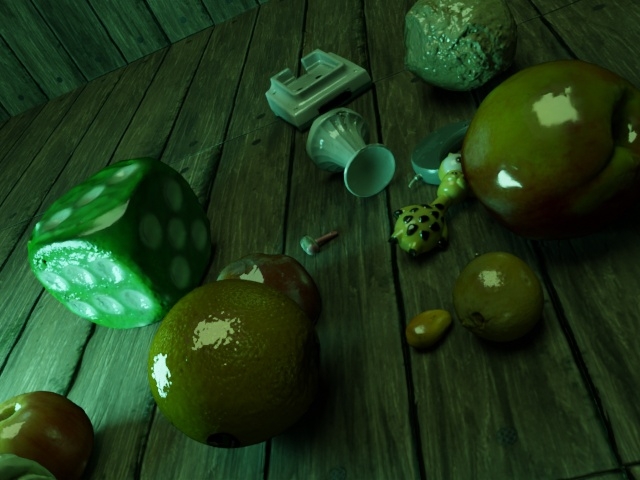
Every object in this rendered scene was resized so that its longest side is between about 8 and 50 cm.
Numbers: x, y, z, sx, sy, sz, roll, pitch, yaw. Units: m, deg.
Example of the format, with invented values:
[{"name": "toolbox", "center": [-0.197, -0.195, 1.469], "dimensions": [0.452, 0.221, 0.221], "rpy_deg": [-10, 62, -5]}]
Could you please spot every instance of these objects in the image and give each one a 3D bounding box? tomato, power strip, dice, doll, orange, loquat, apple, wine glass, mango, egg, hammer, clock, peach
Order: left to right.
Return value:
[{"name": "apple", "center": [-0.507, 0.358, 1.141], "dimensions": [0.199, 0.199, 0.199], "rpy_deg": [-19, 35, 14]}, {"name": "dice", "center": [-0.441, 0.008, 1.454], "dimensions": [0.297, 0.287, 0.300], "rpy_deg": [-10, 37, 24]}, {"name": "orange", "center": [-0.132, 0.190, 1.019], "dimensions": [0.274, 0.274, 0.274], "rpy_deg": [-19, 35, 14]}, {"name": "tomato", "center": [-0.119, 0.104, 1.224], "dimensions": [0.214, 0.155, 0.181], "rpy_deg": [-29, 38, -2]}, {"name": "clock", "center": [-0.016, -0.459, 1.912], "dimensions": [0.262, 0.116, 0.231], "rpy_deg": [-35, 35, -7]}, {"name": "hammer", "center": [0.000, 0.000, 1.382], "dimensions": [0.083, 0.031, 0.052], "rpy_deg": [-24, 36, -12]}, {"name": "wine glass", "center": [0.074, -0.197, 1.482], "dimensions": [0.164, 0.165, 0.196], "rpy_deg": [-32, 42, -4]}, {"name": "mango", "center": [0.179, 0.142, 1.053], "dimensions": [0.089, 0.046, 0.060], "rpy_deg": [-26, 34, -19]}, {"name": "power strip", "center": [0.265, -0.187, 1.416], "dimensions": [0.137, 0.044, 0.216], "rpy_deg": [9, 49, 43]}, {"name": "doll", "center": [0.239, -0.075, 1.257], "dimensions": [0.117, 0.086, 0.291], "rpy_deg": [38, 62, 11]}, {"name": "egg", "center": [0.335, -0.497, 1.574], "dimensions": [0.279, 0.279, 0.310], "rpy_deg": [-36, 24, -10]}, {"name": "loquat", "center": [0.267, 0.086, 0.983], "dimensions": [0.141, 0.141, 0.141], "rpy_deg": [-19, 35, 14]}, {"name": "peach", "center": [0.383, -0.148, 1.082], "dimensions": [0.308, 0.308, 0.332], "rpy_deg": [-46, 22, -24]}]

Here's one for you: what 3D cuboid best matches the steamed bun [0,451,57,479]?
[{"name": "steamed bun", "center": [-0.497, 0.458, 0.977], "dimensions": [0.280, 0.268, 0.207], "rpy_deg": [-24, 4, -3]}]
